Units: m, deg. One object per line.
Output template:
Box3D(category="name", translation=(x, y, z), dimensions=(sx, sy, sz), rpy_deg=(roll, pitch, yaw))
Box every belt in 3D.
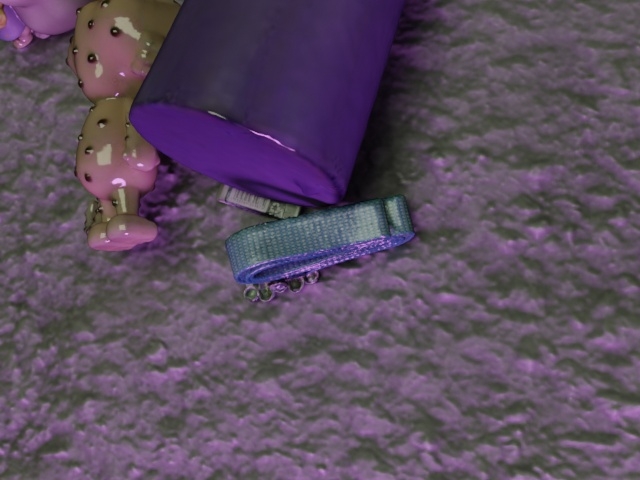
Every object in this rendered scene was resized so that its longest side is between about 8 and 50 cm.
Box3D(category="belt", translation=(0.001, 0.004, 1.445), dimensions=(0.179, 0.100, 0.065), rpy_deg=(-13, 72, 3))

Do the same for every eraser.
Box3D(category="eraser", translation=(-0.061, -0.040, 1.504), dimensions=(0.099, 0.019, 0.027), rpy_deg=(17, 85, 23))

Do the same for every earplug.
Box3D(category="earplug", translation=(-0.004, -0.274, 1.440), dimensions=(0.215, 0.215, 0.456), rpy_deg=(14, 75, 25))

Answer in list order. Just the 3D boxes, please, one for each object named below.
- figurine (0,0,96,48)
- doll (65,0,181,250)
Box3D(category="figurine", translation=(-0.336, -0.301, 1.569), dimensions=(0.155, 0.235, 0.127), rpy_deg=(-32, 66, 12))
Box3D(category="doll", translation=(-0.200, -0.128, 1.524), dimensions=(0.154, 0.119, 0.278), rpy_deg=(-3, 81, 57))
